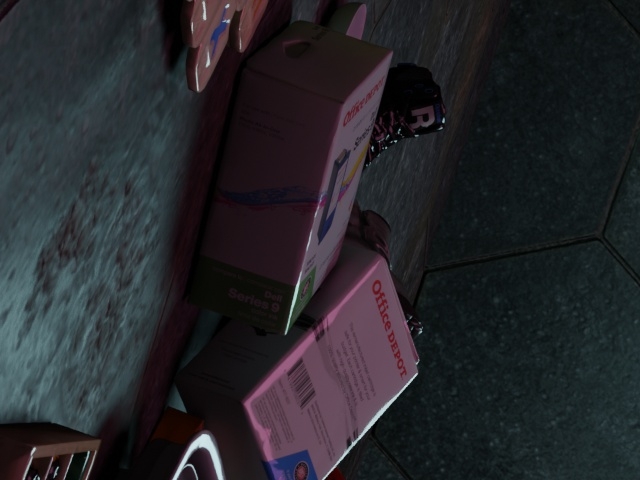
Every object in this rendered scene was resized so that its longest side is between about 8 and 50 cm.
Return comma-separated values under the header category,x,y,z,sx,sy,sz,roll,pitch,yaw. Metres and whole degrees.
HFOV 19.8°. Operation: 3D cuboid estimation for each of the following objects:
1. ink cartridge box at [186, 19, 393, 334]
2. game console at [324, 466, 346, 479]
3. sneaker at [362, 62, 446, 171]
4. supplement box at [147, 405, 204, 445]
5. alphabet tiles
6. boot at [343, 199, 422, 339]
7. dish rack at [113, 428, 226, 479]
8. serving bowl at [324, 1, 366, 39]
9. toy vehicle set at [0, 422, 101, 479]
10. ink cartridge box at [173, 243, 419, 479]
category,x,y,z,sx,sy,sz,roll,pitch,yaw
ink cartridge box,-0.024,-0.054,1.488,0.154,0.093,0.212,-52,158,-63
game console,-0.053,0.406,1.969,0.342,0.060,0.387,48,-56,59
sneaker,0.052,-0.108,1.709,0.217,0.121,0.079,-67,148,-51
supplement box,-0.127,0.195,1.565,0.098,0.036,0.062,98,15,-54
alphabet tiles,-0.039,-0.247,1.204,0.284,0.021,0.278,90,21,-65
boot,0.000,0.000,1.767,0.246,0.083,0.161,38,26,-46
dish rack,-0.157,0.336,1.440,0.285,0.072,0.333,80,28,-46
serving bowl,0.015,-0.180,1.672,0.083,0.027,0.083,19,90,-82
toy vehicle set,-0.214,0.243,1.126,0.166,0.035,0.267,27,83,-82
ink cartridge box,-0.016,0.117,1.608,0.203,0.086,0.148,-45,134,-33
